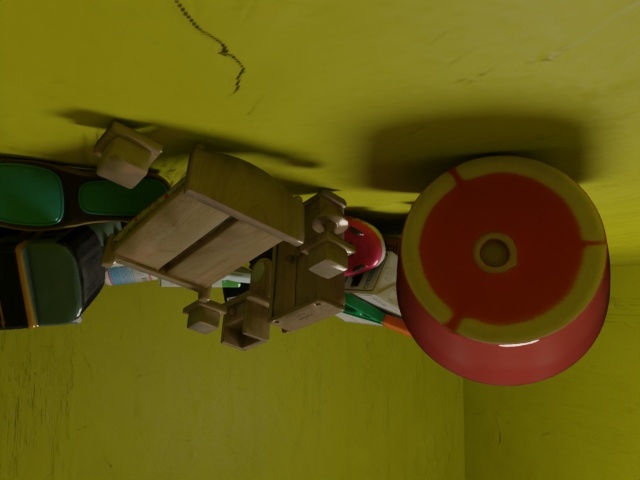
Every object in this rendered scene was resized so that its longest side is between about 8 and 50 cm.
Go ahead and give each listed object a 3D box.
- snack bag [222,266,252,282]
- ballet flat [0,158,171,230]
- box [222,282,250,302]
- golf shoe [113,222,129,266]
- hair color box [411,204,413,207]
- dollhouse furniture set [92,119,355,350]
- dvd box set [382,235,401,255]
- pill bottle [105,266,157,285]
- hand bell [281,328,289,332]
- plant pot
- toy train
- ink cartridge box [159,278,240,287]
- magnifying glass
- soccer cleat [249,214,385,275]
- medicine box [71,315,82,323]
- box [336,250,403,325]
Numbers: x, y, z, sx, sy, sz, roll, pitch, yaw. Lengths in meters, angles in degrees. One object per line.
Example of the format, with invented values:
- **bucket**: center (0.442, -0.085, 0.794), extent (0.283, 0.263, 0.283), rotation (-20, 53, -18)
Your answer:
- **snack bag**: center (-0.284, 0.034, 1.226), extent (0.342, 0.037, 0.323), rotation (17, 178, 18)
- **ballet flat**: center (-0.293, -0.050, 0.642), extent (0.232, 0.080, 0.073), rotation (3, -175, -24)
- **box**: center (-0.136, 0.135, 1.609), extent (0.261, 0.103, 0.184), rotation (-11, 179, 4)
- **golf shoe**: center (-0.369, 0.002, 1.000), extent (0.306, 0.115, 0.140), rotation (2, 178, -5)
- **hair color box**: center (0.232, -0.029, 0.916), extent (0.093, 0.053, 0.167), rotation (-4, 175, 40)
- **dollhouse furniture set**: center (-0.142, -0.023, 0.685), extent (0.355, 0.174, 0.303), rotation (27, 139, -34)
- **dvd box set**: center (0.171, 0.037, 1.213), extent (0.307, 0.062, 0.420), rotation (12, 175, -44)
- **pill bottle**: center (-0.483, 0.064, 1.348), extent (0.160, 0.087, 0.087), rotation (-7, 175, -7)
- **hand bell**: center (-0.084, 0.108, 1.372), extent (0.126, 0.242, 0.126), rotation (1, 174, 0)
- **plant pot**: center (0.208, 0.035, 0.647), extent (0.275, 0.275, 0.243), rotation (-1, 166, 17)
- **toy train**: center (-0.370, 0.018, 0.733), extent (0.190, 0.142, 0.334), rotation (-1, -166, -5)
- **ink cartridge box**: center (-0.322, 0.062, 1.485), extent (0.208, 0.087, 0.153), rotation (1, -163, -12)
- **magnifying glass**: center (0.094, 0.134, 1.010), extent (0.231, 0.026, 0.092), rotation (23, 162, 10)
- **soccer cleat**: center (0.000, 0.000, 1.058), extent (0.331, 0.116, 0.143), rotation (-2, -169, 39)
- **medicine box**: center (-0.624, 0.065, 1.098), extent (0.263, 0.149, 0.289), rotation (5, 159, -14)
- **box**: center (0.089, 0.101, 1.099), extent (0.169, 0.087, 0.290), rotation (33, 160, -25)
